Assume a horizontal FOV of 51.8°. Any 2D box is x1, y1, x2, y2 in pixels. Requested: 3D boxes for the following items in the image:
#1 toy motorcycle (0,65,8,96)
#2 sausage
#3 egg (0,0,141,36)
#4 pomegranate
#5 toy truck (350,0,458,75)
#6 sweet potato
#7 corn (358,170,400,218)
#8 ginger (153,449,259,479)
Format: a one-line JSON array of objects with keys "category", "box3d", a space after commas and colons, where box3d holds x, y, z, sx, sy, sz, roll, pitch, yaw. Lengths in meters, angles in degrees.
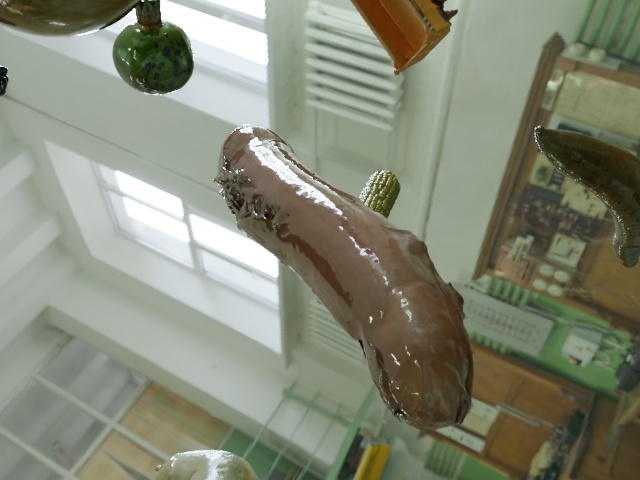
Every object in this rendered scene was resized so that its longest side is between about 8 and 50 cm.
[{"category": "toy motorcycle", "box3d": [-0.570, -0.241, 1.056, 0.173, 0.100, 0.058, -32, -10, 19]}, {"category": "sausage", "box3d": [0.001, 0.000, 0.427, 0.078, 0.304, 0.078, -16, -55, -23]}, {"category": "egg", "box3d": [-0.389, -0.441, 0.952, 0.351, 0.282, 0.283, -42, -30, -56]}, {"category": "pomegranate", "box3d": [-0.326, -0.382, 1.290, 0.159, 0.159, 0.205, -50, -26, -40]}, {"category": "toy truck", "box3d": [0.092, -0.400, 1.000, 0.135, 0.270, 0.114, -33, -2, -31]}, {"category": "sweet potato", "box3d": [0.424, -0.060, 0.933, 0.346, 0.108, 0.079, 43, -110, -35]}, {"category": "corn", "box3d": [0.114, -0.070, 1.420, 0.238, 0.080, 0.080, -60, -18, -44]}, {"category": "ginger", "box3d": [-0.151, 0.389, 0.951, 0.152, 0.267, 0.138, -26, -72, -19]}]
